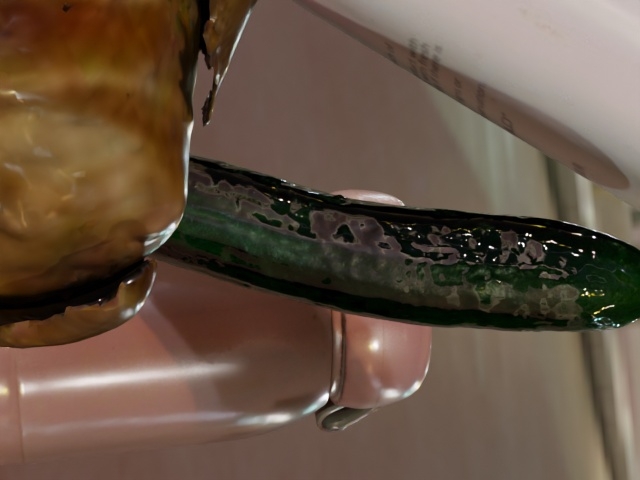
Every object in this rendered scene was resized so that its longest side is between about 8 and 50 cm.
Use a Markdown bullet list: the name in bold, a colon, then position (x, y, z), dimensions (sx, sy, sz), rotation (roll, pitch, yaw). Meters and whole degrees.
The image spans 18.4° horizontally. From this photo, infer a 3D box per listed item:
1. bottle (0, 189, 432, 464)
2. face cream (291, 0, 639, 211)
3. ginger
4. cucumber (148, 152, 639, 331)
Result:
- **bottle**: position (-0.079, 0.054, 1.266), dimensions (0.206, 0.297, 0.173), rotation (95, -15, -49)
- **face cream**: position (0.043, -0.123, 0.875), dimensions (0.092, 0.311, 0.092), rotation (-47, 157, -27)
- **ginger**: position (-0.051, -0.109, 0.313), dimensions (0.309, 0.107, 0.133), rotation (101, -32, -52)
- **cucumber**: position (0.000, 0.000, 0.809), dimensions (0.056, 0.284, 0.056), rotation (10, 90, -73)
